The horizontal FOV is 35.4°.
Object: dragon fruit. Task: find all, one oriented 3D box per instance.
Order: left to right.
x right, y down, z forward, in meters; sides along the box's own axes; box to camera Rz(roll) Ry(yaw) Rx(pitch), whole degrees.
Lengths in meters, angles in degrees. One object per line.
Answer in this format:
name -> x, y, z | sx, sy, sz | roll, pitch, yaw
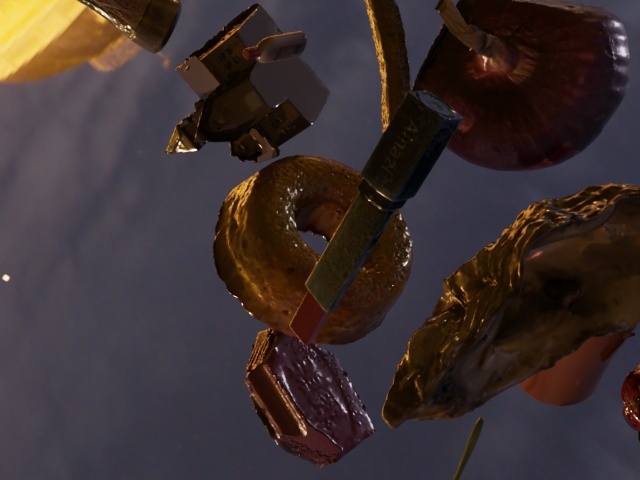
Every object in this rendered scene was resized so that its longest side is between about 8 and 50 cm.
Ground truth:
dragon fruit -> 0.499, 0.229, 1.439 | 0.130, 0.142, 0.121 | -4, -114, 13

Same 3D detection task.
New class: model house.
model house -> -0.143, -0.174, 1.408 | 0.248, 0.181, 0.176 | -32, -164, 33

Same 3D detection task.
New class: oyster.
oyster -> 0.190, 0.049, 0.902 | 0.341, 0.166, 0.110 | -40, -144, 1

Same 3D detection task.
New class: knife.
knife -> 0.213, 0.370, 1.570 | 0.030, 0.014, 0.207 | -20, 133, -83

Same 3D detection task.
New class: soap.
soap -> -0.035, 0.298, 1.963 | 0.112, 0.289, 0.182 | -32, 177, 39

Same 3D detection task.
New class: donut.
donut -> 0.003, 0.001, 1.346 | 0.108, 0.277, 0.277 | -46, -152, 50

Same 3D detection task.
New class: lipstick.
lipstick -> 0.042, -0.012, 1.044 | 0.051, 0.051, 0.312 | 40, -63, 19

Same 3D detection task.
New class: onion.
onion -> 0.271, -0.206, 1.313 | 0.230, 0.256, 0.272 | 34, -135, 14

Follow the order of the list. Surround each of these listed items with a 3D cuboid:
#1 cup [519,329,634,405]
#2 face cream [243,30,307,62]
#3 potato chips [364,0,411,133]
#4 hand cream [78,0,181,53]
cup -> 0.338, 0.101, 1.424 | 0.182, 0.264, 0.226 | -32, -123, -24
face cream -> -0.055, -0.231, 1.205 | 0.021, 0.083, 0.040 | 58, -38, 19
potato chips -> 0.094, -0.347, 1.600 | 0.080, 0.407, 0.057 | -14, -177, -21
hand cream -> -0.291, -0.334, 1.352 | 0.084, 0.203, 0.084 | -51, -157, 31
